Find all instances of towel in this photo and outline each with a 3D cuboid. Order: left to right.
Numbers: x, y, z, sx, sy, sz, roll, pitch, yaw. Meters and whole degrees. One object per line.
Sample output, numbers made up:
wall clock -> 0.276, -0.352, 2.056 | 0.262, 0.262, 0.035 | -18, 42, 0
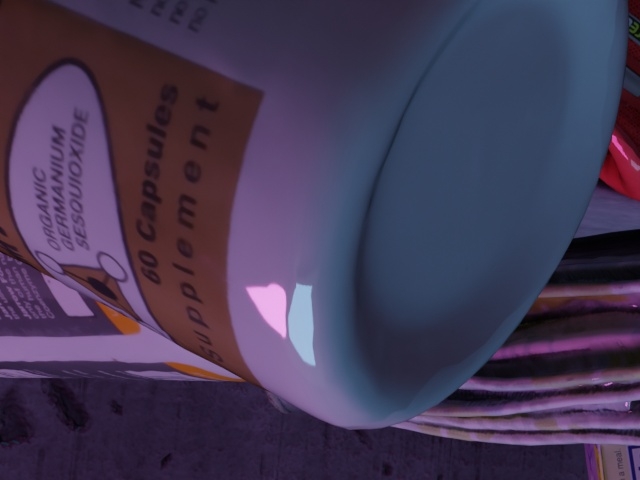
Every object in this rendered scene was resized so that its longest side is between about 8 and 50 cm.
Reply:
towel -> 0.217, 0.036, 0.989 | 0.374, 0.090, 0.320 | -8, -177, -41

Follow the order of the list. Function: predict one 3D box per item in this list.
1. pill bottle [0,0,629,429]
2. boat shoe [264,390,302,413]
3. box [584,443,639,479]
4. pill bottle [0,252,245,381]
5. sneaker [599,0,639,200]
pill bottle -> -0.052, -0.057, 0.490 | 0.229, 0.131, 0.131 | 25, -178, 29
boat shoe -> 0.000, 0.000, 1.120 | 0.130, 0.132, 0.355 | -20, 165, 1
box -> 0.264, 0.130, 1.017 | 0.243, 0.117, 0.213 | -8, 180, 5
pill bottle -> -0.101, -0.023, 0.807 | 0.162, 0.162, 0.278 | 13, 169, -41
sneaker -> -0.009, -0.063, 0.618 | 0.279, 0.118, 0.107 | 5, 171, 0
